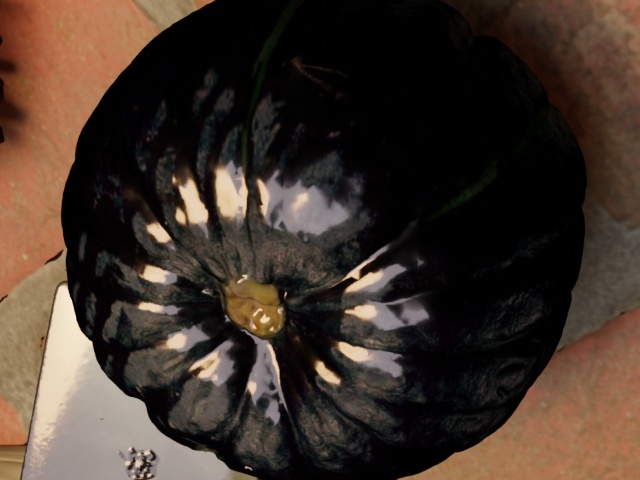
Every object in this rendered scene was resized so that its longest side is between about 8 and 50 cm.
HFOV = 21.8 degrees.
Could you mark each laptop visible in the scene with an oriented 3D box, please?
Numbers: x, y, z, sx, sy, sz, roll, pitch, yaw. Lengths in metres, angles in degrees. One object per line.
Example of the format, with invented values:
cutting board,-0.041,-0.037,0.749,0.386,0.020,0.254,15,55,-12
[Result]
laptop,-0.142,0.176,1.321,0.187,0.015,0.269,11,100,-1

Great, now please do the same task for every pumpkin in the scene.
pumpkin,0.000,0.000,1.143,0.363,0.266,0.363,7,115,15

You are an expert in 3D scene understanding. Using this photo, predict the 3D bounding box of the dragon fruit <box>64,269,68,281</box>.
dragon fruit,-0.143,0.030,1.343,0.116,0.081,0.086,-7,138,5

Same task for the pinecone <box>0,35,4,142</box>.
pinecone,-0.355,-0.143,1.283,0.246,0.246,0.292,-2,129,26

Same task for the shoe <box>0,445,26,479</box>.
shoe,-0.344,0.245,1.528,0.265,0.110,0.095,-9,111,26
